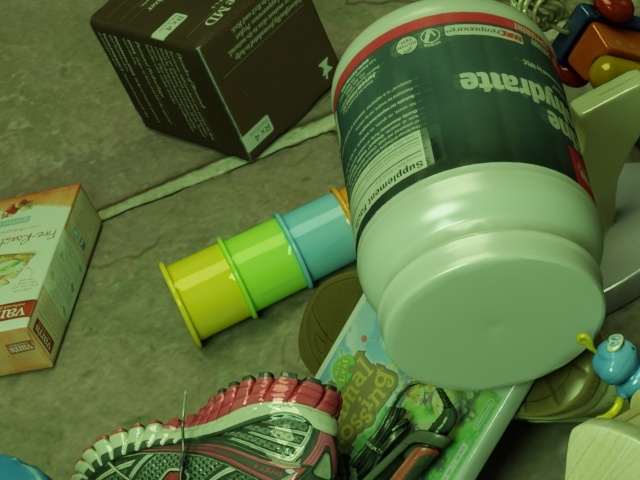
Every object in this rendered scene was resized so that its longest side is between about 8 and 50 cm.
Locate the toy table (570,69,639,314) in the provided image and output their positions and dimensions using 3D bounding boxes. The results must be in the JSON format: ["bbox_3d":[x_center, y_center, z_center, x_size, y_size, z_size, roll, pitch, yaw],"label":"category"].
[{"bbox_3d":[0.206,-0.037,1.554,0.274,0.161,0.252,-34,37,-10],"label":"toy table"}]

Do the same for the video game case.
[{"bbox_3d":[0.060,0.152,1.419,0.193,0.023,0.212,37,101,45],"label":"video game case"}]

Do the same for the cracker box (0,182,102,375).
[{"bbox_3d":[-0.341,0.047,1.844,0.155,0.067,0.232,-11,39,19],"label":"cracker box"}]

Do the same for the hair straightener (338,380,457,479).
[{"bbox_3d":[0.031,0.189,1.378,0.230,0.047,0.089,-56,44,16],"label":"hair straightener"}]

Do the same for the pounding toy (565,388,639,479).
[{"bbox_3d":[0.150,0.176,0.880,0.155,0.154,0.269,-20,-14,-46],"label":"pounding toy"}]

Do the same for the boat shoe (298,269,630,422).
[{"bbox_3d":[0.122,0.105,1.477,0.341,0.110,0.122,11,82,45],"label":"boat shoe"}]

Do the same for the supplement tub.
[{"bbox_3d":[0.115,-0.040,1.342,0.191,0.191,0.272,-17,50,11],"label":"supplement tub"}]

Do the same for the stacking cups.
[{"bbox_3d":[0.000,0.000,1.701,0.316,0.096,0.096,-25,36,-7],"label":"stacking cups"}]

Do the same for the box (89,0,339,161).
[{"bbox_3d":[-0.119,-0.221,1.959,0.203,0.167,0.168,19,55,43],"label":"box"}]

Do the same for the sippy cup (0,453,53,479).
[{"bbox_3d":[-0.240,0.299,1.347,0.305,0.224,0.240,-3,42,26],"label":"sippy cup"}]

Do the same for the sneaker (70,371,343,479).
[{"bbox_3d":[-0.107,0.207,1.424,0.299,0.121,0.112,-30,49,39],"label":"sneaker"}]

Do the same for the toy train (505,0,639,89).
[{"bbox_3d":[0.275,-0.163,1.634,0.248,0.105,0.143,9,40,-27],"label":"toy train"}]

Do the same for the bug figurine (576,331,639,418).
[{"bbox_3d":[0.254,0.193,1.207,0.072,0.216,0.279,-39,22,35],"label":"bug figurine"}]
